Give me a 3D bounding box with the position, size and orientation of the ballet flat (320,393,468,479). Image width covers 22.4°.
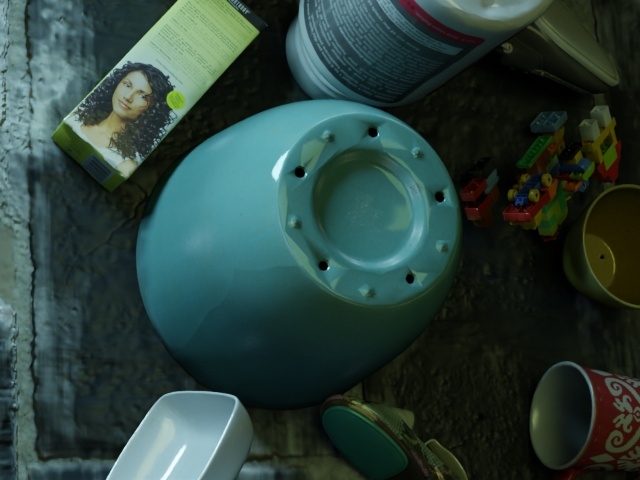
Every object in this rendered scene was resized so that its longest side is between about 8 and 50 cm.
[{"bbox_3d":[0.088,0.218,1.609,0.221,0.077,0.079,46,45,-12],"label":"ballet flat"}]

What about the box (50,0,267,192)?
[{"bbox_3d":[-0.158,-0.159,1.600,0.087,0.058,0.232,42,63,-9],"label":"box"}]

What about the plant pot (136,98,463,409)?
[{"bbox_3d":[0.000,0.000,1.529,0.293,0.235,0.293,6,75,-23],"label":"plant pot"}]

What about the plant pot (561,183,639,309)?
[{"bbox_3d":[0.314,0.016,1.741,0.134,0.095,0.134,6,75,-23],"label":"plant pot"}]

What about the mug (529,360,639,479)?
[{"bbox_3d":[0.313,0.206,1.704,0.169,0.150,0.113,10,36,-26],"label":"mug"}]

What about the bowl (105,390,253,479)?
[{"bbox_3d":[-0.126,0.210,1.478,0.053,0.142,0.142,46,61,-27],"label":"bowl"}]

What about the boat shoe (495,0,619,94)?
[{"bbox_3d":[0.179,-0.256,1.769,0.335,0.095,0.112,37,29,-15],"label":"boat shoe"}]

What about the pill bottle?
[{"bbox_3d":[0.085,-0.233,1.580,0.176,0.318,0.176,7,73,-23],"label":"pill bottle"}]

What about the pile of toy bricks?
[{"bbox_3d":[0.242,-0.052,1.738,0.212,0.118,0.105,-45,126,-42],"label":"pile of toy bricks"}]
